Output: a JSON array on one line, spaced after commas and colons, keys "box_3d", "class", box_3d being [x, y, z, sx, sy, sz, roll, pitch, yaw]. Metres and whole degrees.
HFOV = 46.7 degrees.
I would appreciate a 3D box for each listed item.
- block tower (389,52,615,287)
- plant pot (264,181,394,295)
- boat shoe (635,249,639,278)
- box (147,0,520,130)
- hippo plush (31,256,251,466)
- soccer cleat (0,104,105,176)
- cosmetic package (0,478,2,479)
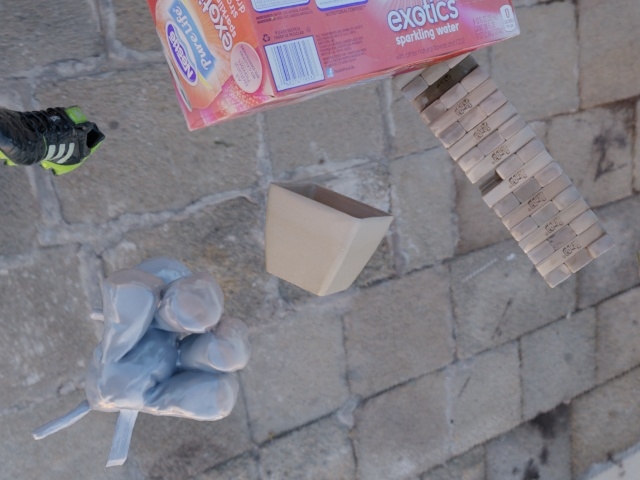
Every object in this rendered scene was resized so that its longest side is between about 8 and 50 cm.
[{"box_3d": [0.212, -0.098, 0.870, 0.091, 0.097, 0.335, -38, 95, 16], "class": "block tower"}, {"box_3d": [0.000, 0.000, 0.803, 0.109, 0.109, 0.096, -7, 117, -65], "class": "plant pot"}, {"box_3d": [0.408, 0.045, 0.820, 0.113, 0.302, 0.103, -40, 80, 8], "class": "boat shoe"}, {"box_3d": [0.016, -0.212, 0.648, 0.300, 0.142, 0.154, -24, 101, -36], "class": "box"}, {"box_3d": [-0.230, 0.153, 1.089, 0.234, 0.236, 0.294, 25, 99, -12], "class": "hippo plush"}, {"box_3d": [-0.259, -0.102, 0.694, 0.072, 0.179, 0.060, -37, 88, 3], "class": "soccer cleat"}, {"box_3d": [-0.344, 0.399, 0.736, 0.138, 0.224, 0.224, -15, 139, -17], "class": "cosmetic package"}]
